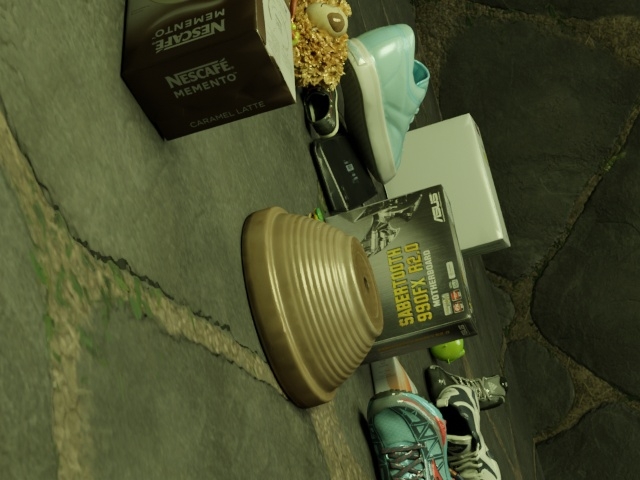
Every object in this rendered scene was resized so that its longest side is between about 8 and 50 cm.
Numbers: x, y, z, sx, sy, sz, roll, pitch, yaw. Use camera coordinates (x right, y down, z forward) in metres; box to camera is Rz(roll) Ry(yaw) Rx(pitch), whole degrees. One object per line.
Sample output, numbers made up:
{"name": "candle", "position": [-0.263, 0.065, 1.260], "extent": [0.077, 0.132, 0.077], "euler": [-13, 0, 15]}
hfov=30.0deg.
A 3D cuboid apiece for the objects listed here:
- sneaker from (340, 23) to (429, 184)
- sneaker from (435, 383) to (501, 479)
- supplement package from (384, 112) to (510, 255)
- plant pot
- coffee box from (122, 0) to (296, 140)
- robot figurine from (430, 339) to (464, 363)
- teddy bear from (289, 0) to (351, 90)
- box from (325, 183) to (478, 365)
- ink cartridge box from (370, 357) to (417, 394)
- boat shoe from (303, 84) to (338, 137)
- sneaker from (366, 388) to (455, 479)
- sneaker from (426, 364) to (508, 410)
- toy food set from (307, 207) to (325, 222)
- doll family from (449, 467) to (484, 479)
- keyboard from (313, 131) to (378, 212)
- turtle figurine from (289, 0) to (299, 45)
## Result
{"name": "sneaker", "position": [0.126, -0.226, 2.037], "extent": [0.135, 0.150, 0.366], "euler": [61, -8, 27]}
{"name": "sneaker", "position": [0.244, 0.372, 2.078], "extent": [0.153, 0.094, 0.235], "euler": [1, 81, -67]}
{"name": "supplement package", "position": [0.245, -0.092, 2.394], "extent": [0.145, 0.204, 0.261], "euler": [20, 55, -74]}
{"name": "plant pot", "position": [0.004, 0.067, 1.375], "extent": [0.237, 0.110, 0.237], "euler": [-15, 90, -77]}
{"name": "coffee box", "position": [-0.109, -0.232, 1.193], "extent": [0.098, 0.141, 0.246], "euler": [61, 17, -46]}
{"name": "robot figurine", "position": [0.247, 0.193, 2.351], "extent": [0.115, 0.067, 0.101], "euler": [-84, 159, -60]}
{"name": "teddy bear", "position": [-0.025, -0.390, 1.829], "extent": [0.338, 0.113, 0.245], "euler": [-92, 158, -50]}
{"name": "box", "position": [0.111, 0.047, 1.692], "extent": [0.056, 0.183, 0.231], "euler": [58, 20, -53]}
{"name": "ink cartridge box", "position": [0.112, 0.187, 1.839], "extent": [0.145, 0.045, 0.179], "euler": [56, 24, -55]}
{"name": "boat shoe", "position": [-0.001, -0.219, 1.848], "extent": [0.042, 0.049, 0.133], "euler": [53, 21, -47]}
{"name": "sneaker", "position": [0.132, 0.324, 1.616], "extent": [0.125, 0.104, 0.261], "euler": [-74, 146, -64]}
{"name": "sneaker", "position": [0.284, 0.275, 2.259], "extent": [0.228, 0.132, 0.086], "euler": [48, 29, -64]}
{"name": "toy food set", "position": [0.000, 0.000, 1.642], "extent": [0.082, 0.020, 0.083], "euler": [61, 18, -45]}
{"name": "doll family", "position": [0.217, 0.442, 1.804], "extent": [0.076, 0.111, 0.193], "euler": [-56, 128, -74]}
{"name": "keyboard", "position": [0.052, -0.077, 1.943], "extent": [0.201, 0.033, 0.317], "euler": [66, 14, -2]}
{"name": "turtle figurine", "position": [-0.088, -0.310, 1.511], "extent": [0.269, 0.087, 0.217], "euler": [71, 17, -54]}
